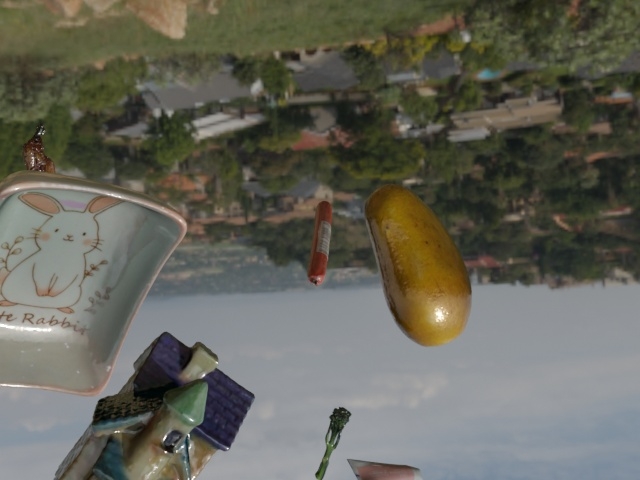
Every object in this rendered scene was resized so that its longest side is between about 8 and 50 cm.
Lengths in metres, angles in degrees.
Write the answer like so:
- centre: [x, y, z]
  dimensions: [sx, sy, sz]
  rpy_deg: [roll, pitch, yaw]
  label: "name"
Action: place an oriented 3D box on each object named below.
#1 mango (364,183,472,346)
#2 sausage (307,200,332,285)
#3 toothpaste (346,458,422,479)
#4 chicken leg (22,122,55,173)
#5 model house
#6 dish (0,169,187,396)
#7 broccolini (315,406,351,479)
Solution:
- centre: [0.104, 0.026, 0.857]
  dimensions: [0.090, 0.178, 0.115]
  rpy_deg: [-25, 170, 21]
  label: "mango"
- centre: [0.000, 0.000, 1.401]
  dimensions: [0.034, 0.034, 0.253]
  rpy_deg: [-4, -146, 9]
  label: "sausage"
- centre: [0.119, 0.429, 1.455]
  dimensions: [0.043, 0.067, 0.194]
  rpy_deg: [-44, 143, 19]
  label: "toothpaste"
- centre: [-0.360, -0.108, 1.023]
  dimensions: [0.036, 0.083, 0.021]
  rpy_deg: [-13, -179, -32]
  label: "chicken leg"
- centre: [-0.241, 0.309, 1.274]
  dimensions: [0.245, 0.280, 0.312]
  rpy_deg: [38, 176, -10]
  label: "model house"
- centre: [-0.222, 0.030, 0.661]
  dimensions: [0.151, 0.212, 0.077]
  rpy_deg: [11, -148, -35]
  label: "dish"
- centre: [0.019, 0.325, 1.285]
  dimensions: [0.030, 0.140, 0.035]
  rpy_deg: [25, -153, 20]
  label: "broccolini"
